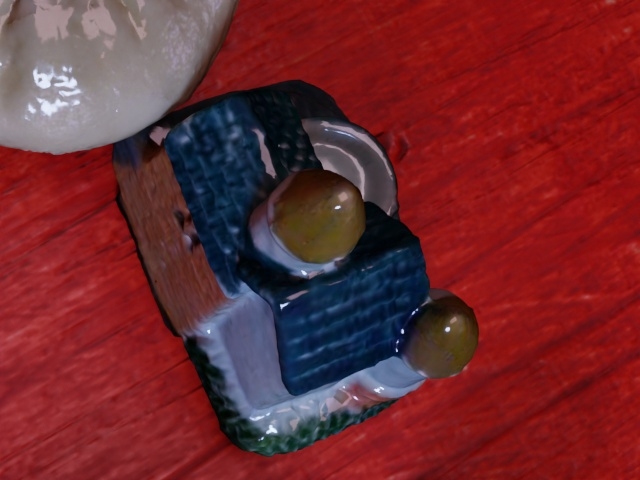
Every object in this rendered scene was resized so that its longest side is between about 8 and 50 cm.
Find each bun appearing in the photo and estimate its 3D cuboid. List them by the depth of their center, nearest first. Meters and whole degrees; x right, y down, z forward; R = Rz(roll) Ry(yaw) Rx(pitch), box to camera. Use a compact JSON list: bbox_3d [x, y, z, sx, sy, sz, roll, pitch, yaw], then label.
[{"bbox_3d":[-0.179,-0.174,1.094,0.259,0.160,0.259,-4,57,5],"label":"bun"}]

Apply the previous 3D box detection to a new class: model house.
[{"bbox_3d":[0.000,0.000,1.097,0.184,0.291,0.253,-20,87,-17],"label":"model house"}]
